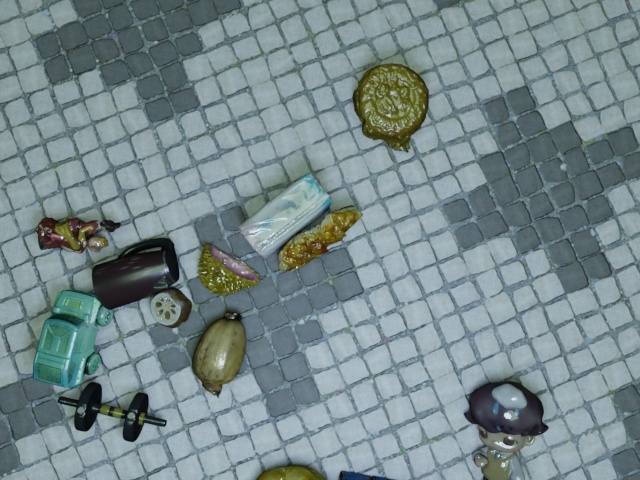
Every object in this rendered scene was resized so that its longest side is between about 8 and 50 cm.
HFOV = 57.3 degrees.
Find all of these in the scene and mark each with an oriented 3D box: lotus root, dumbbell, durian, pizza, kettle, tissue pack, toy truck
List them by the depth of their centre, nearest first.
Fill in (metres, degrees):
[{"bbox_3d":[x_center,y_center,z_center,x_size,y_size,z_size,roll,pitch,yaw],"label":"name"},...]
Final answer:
[{"bbox_3d":[-0.733,0.288,1.727,0.155,0.156,0.278,12,85,10],"label":"toy truck"},{"bbox_3d":[-0.615,0.506,1.730,0.326,0.143,0.143,12,86,0],"label":"dumbbell"},{"bbox_3d":[-0.306,0.336,1.754,0.155,0.140,0.256,3,72,39],"label":"lotus root"},{"bbox_3d":[-0.103,-0.069,1.754,0.271,0.201,0.124,-39,83,-5],"label":"tissue pack"},{"bbox_3d":[0.000,0.000,1.768,0.306,0.161,0.085,-34,75,-1],"label":"pizza"},{"bbox_3d":[-0.543,0.092,1.768,0.233,0.144,0.202,-17,44,2],"label":"kettle"},{"bbox_3d":[-0.293,0.091,1.788,0.182,0.165,0.132,53,54,-19],"label":"durian"},{"bbox_3d":[-0.463,0.210,1.792,0.122,0.081,0.112,44,94,2],"label":"lotus root"}]

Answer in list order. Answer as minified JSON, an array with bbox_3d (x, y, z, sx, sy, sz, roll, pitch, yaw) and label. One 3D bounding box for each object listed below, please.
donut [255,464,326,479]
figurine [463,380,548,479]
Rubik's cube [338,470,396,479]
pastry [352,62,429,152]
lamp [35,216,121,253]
[{"bbox_3d":[-0.086,0.759,1.698,0.262,0.128,0.208,-14,77,19],"label":"donut"},{"bbox_3d":[0.519,0.587,1.718,0.206,0.218,0.364,14,89,-27],"label":"figurine"},{"bbox_3d":[0.177,0.858,1.637,0.306,0.301,0.303,8,86,1],"label":"Rubik's cube"},{"bbox_3d":[0.217,-0.424,1.816,0.240,0.132,0.235,25,85,2],"label":"pastry"},{"bbox_3d":[-0.729,-0.015,1.784,0.254,0.118,0.118,3,86,0],"label":"lamp"}]
